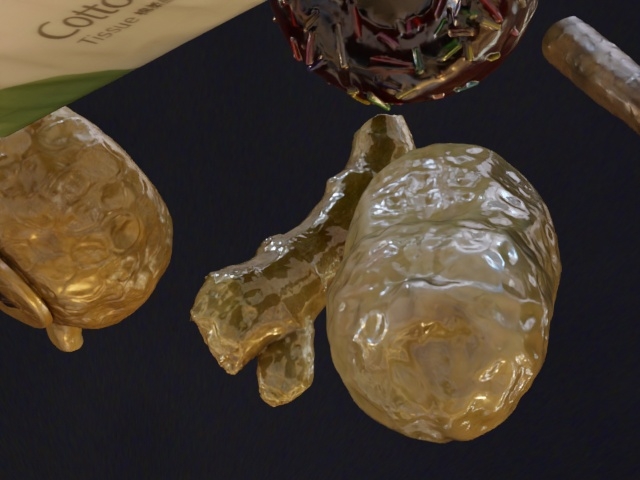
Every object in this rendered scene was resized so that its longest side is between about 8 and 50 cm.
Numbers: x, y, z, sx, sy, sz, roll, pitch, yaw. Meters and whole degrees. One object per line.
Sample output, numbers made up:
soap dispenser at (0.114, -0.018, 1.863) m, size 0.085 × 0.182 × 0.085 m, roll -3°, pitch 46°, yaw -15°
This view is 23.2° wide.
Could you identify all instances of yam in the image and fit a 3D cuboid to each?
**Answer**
yam at (0.255, -0.067, 1.081) m, size 0.045 × 0.045 × 0.327 m, roll -14°, pitch -141°, yaw -20°

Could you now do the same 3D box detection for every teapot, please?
teapot at (-0.236, -0.010, 1.250) m, size 0.203 × 0.311 × 0.167 m, roll 29°, pitch -113°, yaw 29°

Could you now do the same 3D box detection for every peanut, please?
peanut at (0.085, 0.039, 0.997) m, size 0.143 × 0.291 × 0.159 m, roll -23°, pitch -75°, yaw 14°

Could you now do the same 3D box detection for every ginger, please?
ginger at (0.002, -0.001, 1.274) m, size 0.118 × 0.065 × 0.299 m, roll 45°, pitch -124°, yaw -15°

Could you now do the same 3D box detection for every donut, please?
donut at (0.056, -0.214, 1.230) m, size 0.235 × 0.089 × 0.235 m, roll 6°, pitch -68°, yaw 16°

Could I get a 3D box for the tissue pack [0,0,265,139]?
tissue pack at (-0.172, -0.228, 0.893) m, size 0.194 × 0.356 × 0.266 m, roll 3°, pitch -106°, yaw -45°
